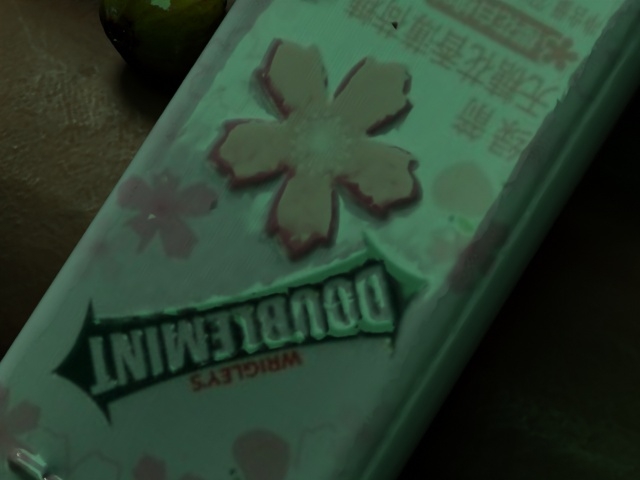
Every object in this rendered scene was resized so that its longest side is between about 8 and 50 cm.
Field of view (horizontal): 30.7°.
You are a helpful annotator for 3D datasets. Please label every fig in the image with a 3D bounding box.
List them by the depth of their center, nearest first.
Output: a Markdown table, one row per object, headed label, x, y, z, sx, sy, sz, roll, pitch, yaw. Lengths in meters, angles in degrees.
| label | x | y | z | sx | sy | sz | roll | pitch | yaw |
| --- | --- | --- | --- | --- | --- | --- | --- | --- | --- |
| fig | -0.096 | -0.152 | 0.789 | 0.098 | 0.082 | 0.084 | -27 | 18 | -27 |

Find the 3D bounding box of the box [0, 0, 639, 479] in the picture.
| label | x | y | z | sx | sy | sz | roll | pitch | yaw |
| --- | --- | --- | --- | --- | --- | --- | --- | --- | --- |
| box | 0.000 | 0.000 | 0.559 | 0.190 | 0.112 | 0.369 | 33 | 85 | 10 |
